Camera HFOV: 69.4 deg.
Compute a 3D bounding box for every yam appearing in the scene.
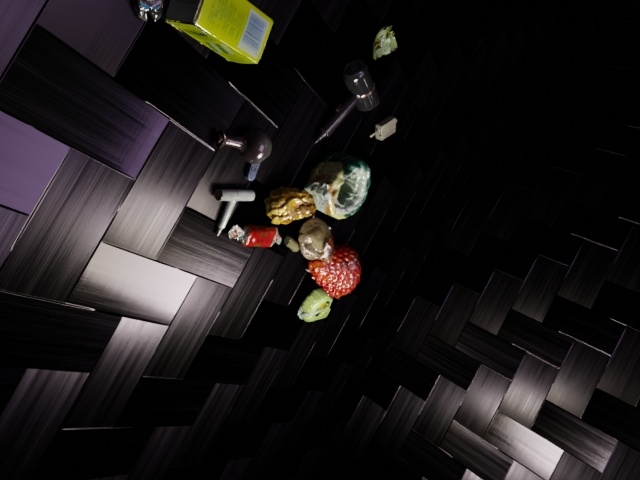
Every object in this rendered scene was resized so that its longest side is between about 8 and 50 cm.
[{"bbox_3d":[-0.122,0.014,1.945,0.043,0.043,0.094,-59,145,-6],"label":"yam"}]

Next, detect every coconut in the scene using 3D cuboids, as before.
[{"bbox_3d":[0.255,-0.807,1.883,0.158,0.055,0.133,-24,129,-45],"label":"coconut"}]

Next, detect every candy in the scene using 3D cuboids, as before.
[{"bbox_3d":[-0.237,-0.018,1.755,0.292,0.059,0.086,3,111,-53],"label":"candy"}]

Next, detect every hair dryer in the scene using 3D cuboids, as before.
[{"bbox_3d":[0.081,-0.522,1.817,0.352,0.107,0.189,-50,142,-9],"label":"hair dryer"},{"bbox_3d":[-0.317,-0.094,1.623,0.154,0.044,0.183,-6,122,-50],"label":"hair dryer"}]

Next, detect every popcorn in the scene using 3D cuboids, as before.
[{"bbox_3d":[-0.118,-0.138,1.769,0.194,0.163,0.141,-14,107,-11],"label":"popcorn"}]

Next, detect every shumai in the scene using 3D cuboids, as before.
[{"bbox_3d":[0.000,0.000,1.988,0.201,0.120,0.202,-3,94,-48],"label":"shumai"}]

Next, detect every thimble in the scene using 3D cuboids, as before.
[{"bbox_3d":[0.074,-0.229,1.931,0.288,0.167,0.255,-26,131,-43],"label":"thimble"}]

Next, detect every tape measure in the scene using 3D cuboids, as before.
[{"bbox_3d":[-0.022,0.307,2.220,0.199,0.106,0.175,-4,128,-51],"label":"tape measure"}]

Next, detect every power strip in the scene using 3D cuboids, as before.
[{"bbox_3d":[0.287,-0.511,2.136,0.175,0.042,0.075,-36,137,-32],"label":"power strip"}]

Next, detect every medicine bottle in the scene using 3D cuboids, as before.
[{"bbox_3d":[-0.269,-0.596,1.255,0.250,0.137,0.141,13,102,-55],"label":"medicine bottle"}]

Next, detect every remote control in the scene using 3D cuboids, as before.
[{"bbox_3d":[-0.228,-0.284,1.619,0.043,0.027,0.153,16,97,-50],"label":"remote control"}]

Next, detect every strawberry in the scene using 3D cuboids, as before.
[{"bbox_3d":[0.090,0.115,2.154,0.280,0.150,0.254,49,51,-34],"label":"strawberry"}]

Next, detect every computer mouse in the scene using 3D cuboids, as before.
[{"bbox_3d":[-0.422,-0.607,1.126,0.079,0.047,0.135,-18,138,-32],"label":"computer mouse"}]

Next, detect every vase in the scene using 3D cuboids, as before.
[{"bbox_3d":[-0.252,-0.315,1.500,0.182,0.120,0.120,3,110,-39],"label":"vase"}]
